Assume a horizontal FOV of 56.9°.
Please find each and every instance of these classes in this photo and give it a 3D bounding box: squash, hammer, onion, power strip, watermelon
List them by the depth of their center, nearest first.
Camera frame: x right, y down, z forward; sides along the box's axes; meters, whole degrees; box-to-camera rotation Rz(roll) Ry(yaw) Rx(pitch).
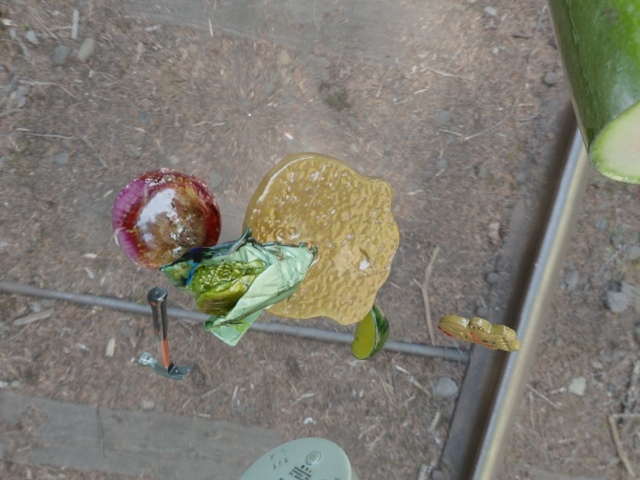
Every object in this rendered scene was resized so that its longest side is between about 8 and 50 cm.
[{"bbox_3d":[0.403,-0.286,0.683,0.262,0.263,0.385,0,66,-7],"label":"squash"},{"bbox_3d":[-0.303,0.181,1.121,0.111,0.033,0.288,22,139,9],"label":"hammer"},{"bbox_3d":[-0.310,-0.037,1.217,0.229,0.163,0.230,-3,99,-20],"label":"onion"},{"bbox_3d":[-0.062,0.663,1.432,0.357,0.357,0.162,-24,112,-1],"label":"power strip"},{"bbox_3d":[0.133,0.259,1.577,0.091,0.075,0.182,21,119,9],"label":"watermelon"}]

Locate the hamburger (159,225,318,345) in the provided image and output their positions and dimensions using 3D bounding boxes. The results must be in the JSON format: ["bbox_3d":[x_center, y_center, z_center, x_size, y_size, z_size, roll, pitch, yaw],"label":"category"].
[{"bbox_3d":[-0.147,0.094,1.074,0.260,0.276,0.151,-29,64,34],"label":"hamburger"}]

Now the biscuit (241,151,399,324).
[{"bbox_3d":[-0.001,-0.001,1.358,0.364,0.062,0.386,12,102,-16],"label":"biscuit"}]

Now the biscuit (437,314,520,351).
[{"bbox_3d":[0.407,0.244,1.552,0.166,0.225,0.036,49,59,-49],"label":"biscuit"}]
